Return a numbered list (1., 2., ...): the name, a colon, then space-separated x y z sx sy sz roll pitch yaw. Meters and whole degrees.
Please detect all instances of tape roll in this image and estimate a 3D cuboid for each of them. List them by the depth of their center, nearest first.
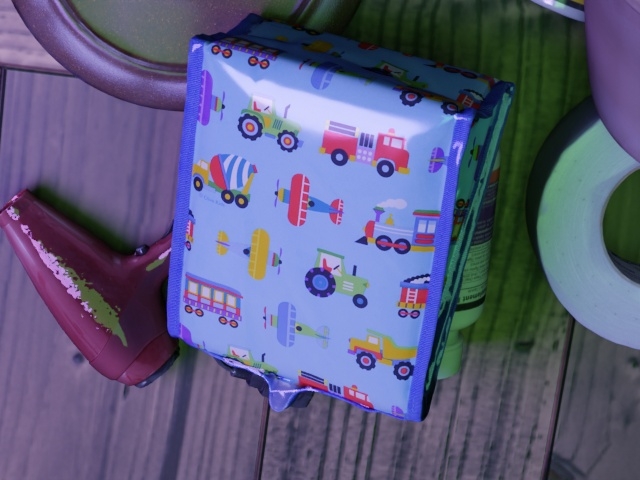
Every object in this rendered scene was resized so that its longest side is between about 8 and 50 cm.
1. tape roll: 0.282 -0.022 1.643 0.219 0.072 0.219 -1 107 -2

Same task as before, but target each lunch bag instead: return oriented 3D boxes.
1. lunch bag: 0.000 0.000 1.528 0.221 0.138 0.293 17 109 15

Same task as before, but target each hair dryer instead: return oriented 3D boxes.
1. hair dryer: -0.127 0.014 1.655 0.293 0.080 0.224 9 92 -11

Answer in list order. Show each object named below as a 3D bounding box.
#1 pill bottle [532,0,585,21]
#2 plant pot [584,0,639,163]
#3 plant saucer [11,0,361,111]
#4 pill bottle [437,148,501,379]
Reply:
1. pill bottle: 0.209 -0.238 1.579 0.065 0.065 0.116 20 105 -8
2. plant pot: 0.318 -0.192 1.464 0.323 0.323 0.280 6 147 -4
3. plant saucer: -0.107 -0.248 1.576 0.310 0.050 0.311 -1 108 -2
4. pill bottle: 0.085 0.011 1.628 0.108 0.108 0.193 4 107 -3
